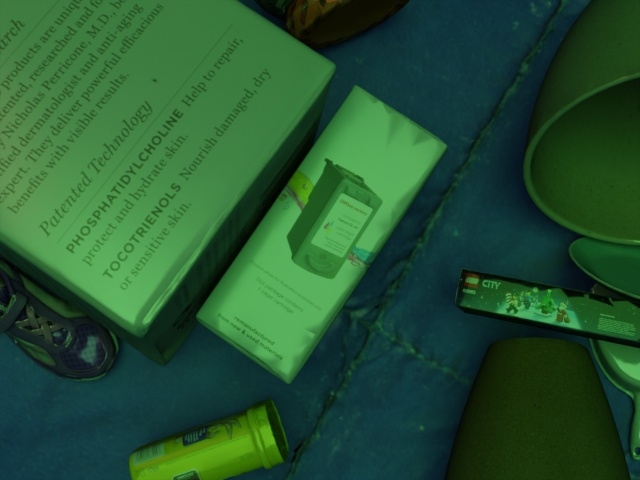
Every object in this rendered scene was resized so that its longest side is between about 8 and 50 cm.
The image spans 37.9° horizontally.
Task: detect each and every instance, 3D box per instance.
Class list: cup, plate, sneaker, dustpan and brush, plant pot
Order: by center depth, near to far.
[{"bbox_3d":[0.247,0.248,1.071,0.237,0.237,0.254,4,71,0],"label":"plant pot"},{"bbox_3d":[0.401,-0.177,1.074,0.331,0.331,0.237,7,59,1],"label":"cup"},{"bbox_3d":[0.386,0.042,1.106,0.188,0.188,0.024,10,112,1],"label":"plate"},{"bbox_3d":[-0.356,0.091,1.129,0.236,0.104,0.095,34,84,2],"label":"sneaker"},{"bbox_3d":[0.400,0.165,1.152,0.147,0.060,0.211,4,78,12],"label":"dustpan and brush"}]

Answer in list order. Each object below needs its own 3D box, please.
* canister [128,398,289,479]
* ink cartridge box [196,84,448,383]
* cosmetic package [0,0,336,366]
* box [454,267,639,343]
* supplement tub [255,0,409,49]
[{"bbox_3d":[-0.130,0.251,1.105,0.170,0.126,0.073,-19,85,0],"label":"canister"},{"bbox_3d":[0.000,0.000,1.077,0.131,0.226,0.306,33,85,2],"label":"ink cartridge box"},{"bbox_3d":[-0.245,-0.115,1.015,0.394,0.329,0.327,34,76,4],"label":"cosmetic package"},{"bbox_3d":[0.279,0.082,1.079,0.233,0.159,0.044,11,86,13],"label":"box"},{"bbox_3d":[-0.027,-0.417,1.124,0.207,0.207,0.338,-25,85,-2],"label":"supplement tub"}]
